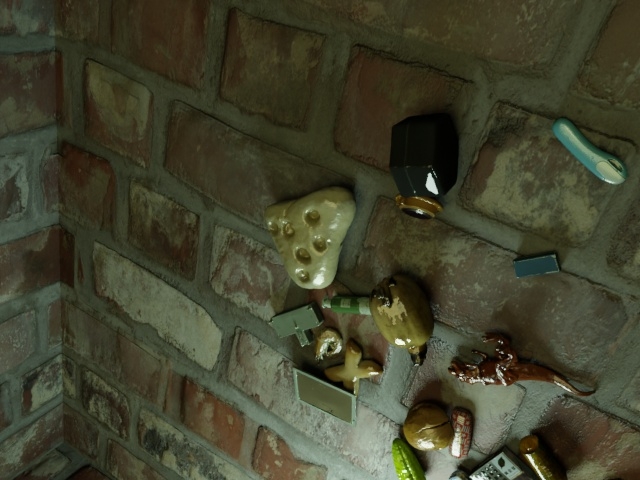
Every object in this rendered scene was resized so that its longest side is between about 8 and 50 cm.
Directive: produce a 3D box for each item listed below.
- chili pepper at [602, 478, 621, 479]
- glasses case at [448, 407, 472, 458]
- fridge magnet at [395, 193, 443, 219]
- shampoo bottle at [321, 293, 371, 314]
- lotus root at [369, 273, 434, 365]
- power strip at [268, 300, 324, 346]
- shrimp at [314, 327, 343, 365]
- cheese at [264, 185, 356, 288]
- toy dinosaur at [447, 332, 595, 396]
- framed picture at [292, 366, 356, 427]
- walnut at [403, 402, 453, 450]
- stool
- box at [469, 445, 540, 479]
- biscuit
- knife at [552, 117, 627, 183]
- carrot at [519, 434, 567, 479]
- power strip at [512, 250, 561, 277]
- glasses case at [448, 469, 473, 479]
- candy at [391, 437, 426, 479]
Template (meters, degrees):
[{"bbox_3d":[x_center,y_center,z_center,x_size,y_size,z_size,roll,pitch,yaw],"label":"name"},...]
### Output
[{"bbox_3d":[0.896,0.806,1.620,0.088,0.065,0.169,-19,102,36],"label":"chili pepper"},{"bbox_3d":[0.472,0.658,1.820,0.073,0.049,0.195,10,114,27],"label":"glasses case"},{"bbox_3d":[0.286,-0.102,1.575,0.142,0.143,0.063,14,79,26],"label":"fridge magnet"},{"bbox_3d":[0.096,0.219,1.865,0.204,0.065,0.065,-1,109,32],"label":"shampoo bottle"},{"bbox_3d":[0.269,0.254,1.708,0.182,0.182,0.310,-21,100,35],"label":"lotus root"},{"bbox_3d":[-0.079,0.323,2.011,0.215,0.061,0.145,-24,95,36],"label":"power strip"},{"bbox_3d":[0.024,0.396,1.999,0.099,0.041,0.180,25,120,4],"label":"shrimp"},{"bbox_3d":[0.000,0.000,1.789,0.350,0.129,0.329,-14,100,36],"label":"cheese"},{"bbox_3d":[0.573,0.377,1.618,0.431,0.097,0.208,-1,123,35],"label":"toy dinosaur"},{"bbox_3d":[0.017,0.597,2.062,0.273,0.016,0.217,19,134,23],"label":"framed picture"},{"bbox_3d":[0.352,0.653,1.843,0.167,0.087,0.211,56,137,14],"label":"walnut"},{"bbox_3d":[0.282,-0.231,1.462,0.141,0.232,0.233,3,111,31],"label":"stool"},{"bbox_3d":[0.673,0.843,1.777,0.324,0.047,0.180,41,124,10],"label":"box"},{"bbox_3d":[0.116,0.477,1.965,0.164,0.047,0.208,40,125,9],"label":"biscuit"},{"bbox_3d":[0.672,-0.225,1.352,0.222,0.031,0.064,47,130,11],"label":"knife"},{"bbox_3d":[0.696,0.696,1.682,0.173,0.082,0.082,50,126,0],"label":"carrot"},{"bbox_3d":[0.604,0.068,1.511,0.123,0.032,0.056,-14,101,35],"label":"power strip"},{"bbox_3d":[0.552,0.893,1.856,0.248,0.065,0.087,41,136,9],"label":"glasses case"},{"bbox_3d":[0.312,0.814,1.958,0.096,0.096,0.210,-22,92,35],"label":"candy"}]
